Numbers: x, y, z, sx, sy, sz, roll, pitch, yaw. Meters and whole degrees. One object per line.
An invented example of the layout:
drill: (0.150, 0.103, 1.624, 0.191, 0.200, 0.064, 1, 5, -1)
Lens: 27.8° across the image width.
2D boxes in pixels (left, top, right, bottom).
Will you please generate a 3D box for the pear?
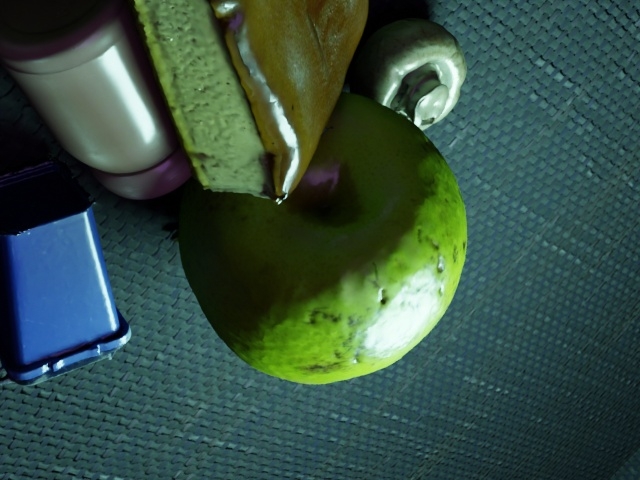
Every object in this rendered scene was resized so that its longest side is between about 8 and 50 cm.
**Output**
pear: (0.000, 0.000, 1.620, 0.391, 0.391, 0.391, -23, 139, -21)

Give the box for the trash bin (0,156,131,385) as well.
trash bin: (-0.340, 0.041, 1.545, 0.184, 0.162, 0.234, -20, 133, -24)

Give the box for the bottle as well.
bottle: (-0.217, -0.182, 1.411, 0.206, 0.173, 0.297, -53, 146, -20)

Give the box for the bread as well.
bread: (-0.062, -0.256, 1.370, 0.333, 0.143, 0.323, 74, 30, -51)

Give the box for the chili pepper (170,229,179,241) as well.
chili pepper: (-0.115, -0.001, 1.785, 0.049, 0.043, 0.208, -32, 145, 33)

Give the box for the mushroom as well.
mushroom: (0.119, -0.209, 1.695, 0.166, 0.127, 0.166, -29, 147, -21)
